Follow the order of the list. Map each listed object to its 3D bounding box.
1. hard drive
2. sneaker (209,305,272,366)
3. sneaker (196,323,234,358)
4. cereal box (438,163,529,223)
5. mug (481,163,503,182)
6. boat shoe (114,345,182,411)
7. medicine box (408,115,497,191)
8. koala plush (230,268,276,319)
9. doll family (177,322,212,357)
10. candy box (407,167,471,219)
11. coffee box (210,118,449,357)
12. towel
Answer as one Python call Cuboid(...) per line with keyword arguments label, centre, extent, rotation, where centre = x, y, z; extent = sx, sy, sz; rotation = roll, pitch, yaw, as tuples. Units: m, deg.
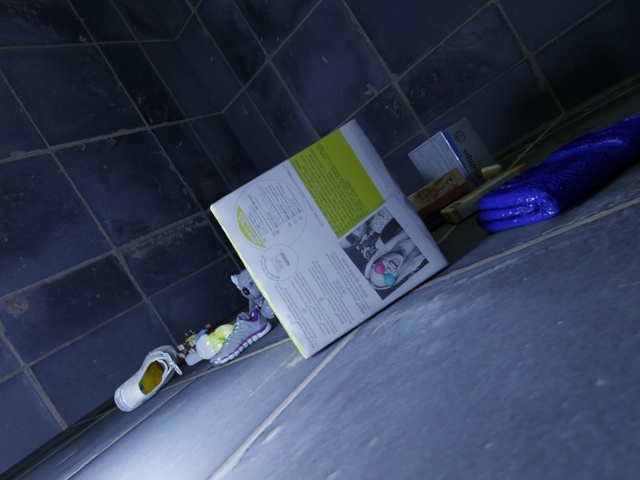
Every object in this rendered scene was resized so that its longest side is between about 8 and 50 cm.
Cuboid(label="hard drive", centre=(-0.397, 0.395, 1.948), extent=(0.233, 0.047, 0.353), rotation=(-32, 2, 19))
Cuboid(label="sneaker", centre=(-0.260, 0.294, 1.398), extent=(0.224, 0.098, 0.083), rotation=(-33, 1, -35))
Cuboid(label="sneaker", centre=(-0.354, 0.367, 1.666), extent=(0.126, 0.091, 0.240), rotation=(-6, -19, -47))
Cuboid(label="cereal box", centre=(0.465, -0.130, 1.307), extent=(0.240, 0.047, 0.173), rotation=(-32, 0, 6))
Cuboid(label="mug", centre=(0.629, -0.239, 1.648), extent=(0.064, 0.078, 0.062), rotation=(-21, -26, 31))
Cuboid(label="boat shoe", centre=(-0.601, 0.479, 1.698), extent=(0.157, 0.135, 0.367), rotation=(-32, 4, 15))
Cuboid(label="medicine box", centre=(0.540, -0.320, 1.866), extent=(0.149, 0.263, 0.289), rotation=(-33, 2, -17))
Cuboid(label="koala plush", centre=(-0.250, 0.203, 1.795), extent=(0.196, 0.221, 0.203), rotation=(-32, 1, 28))
Cuboid(label="doll family", centre=(-0.490, 0.391, 1.790), extent=(0.193, 0.076, 0.111), rotation=(-21, 13, 38))
Cuboid(label="candy box", centre=(0.380, -0.131, 1.523), extent=(0.183, 0.087, 0.316), rotation=(-33, -9, 6))
Cuboid(label="coffee box", centre=(0.000, 0.000, 1.000), extent=(0.335, 0.338, 0.337), rotation=(-33, 1, -7))
Cuboid(label="towel", centre=(0.460, -0.130, 0.866), extent=(0.308, 0.076, 0.228), rotation=(-33, 1, -15))
